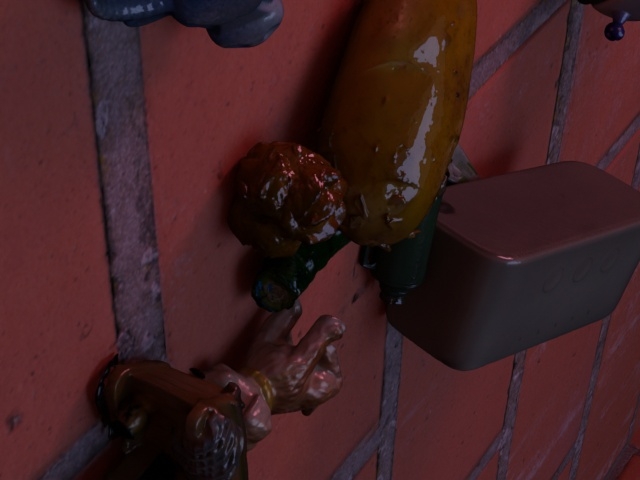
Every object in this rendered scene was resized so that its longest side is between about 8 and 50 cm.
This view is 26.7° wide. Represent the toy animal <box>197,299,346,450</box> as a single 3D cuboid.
[{"bbox_3d":[-0.059,0.180,1.442,0.185,0.104,0.184,-50,151,-40],"label":"toy animal"}]

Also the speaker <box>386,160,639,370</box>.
[{"bbox_3d":[0.274,0.028,1.822,0.406,0.183,0.184,-14,128,-44],"label":"speaker"}]

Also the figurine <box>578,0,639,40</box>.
[{"bbox_3d":[0.480,-0.442,1.841,0.382,0.186,0.261,-43,173,-17],"label":"figurine"}]

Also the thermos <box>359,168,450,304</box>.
[{"bbox_3d":[0.102,-0.005,1.636,0.083,0.073,0.188,-36,142,-51],"label":"thermos"}]

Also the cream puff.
[{"bbox_3d":[-0.036,-0.036,1.295,0.116,0.122,0.094,45,56,-23],"label":"cream puff"}]

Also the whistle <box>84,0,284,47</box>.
[{"bbox_3d":[-0.083,-0.210,1.006,0.180,0.093,0.269,-23,172,8],"label":"whistle"}]

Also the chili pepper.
[{"bbox_3d":[-0.002,-0.001,1.442,0.224,0.061,0.098,-49,172,-43],"label":"chili pepper"}]

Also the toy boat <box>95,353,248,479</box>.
[{"bbox_3d":[-0.140,0.296,1.337,0.162,0.136,0.445,-52,154,-39],"label":"toy boat"}]

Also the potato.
[{"bbox_3d":[0.079,-0.140,1.385,0.173,0.140,0.300,17,87,-76],"label":"potato"}]

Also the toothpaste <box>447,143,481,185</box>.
[{"bbox_3d":[0.201,-0.078,1.832,0.048,0.029,0.197,-64,153,-7],"label":"toothpaste"}]
